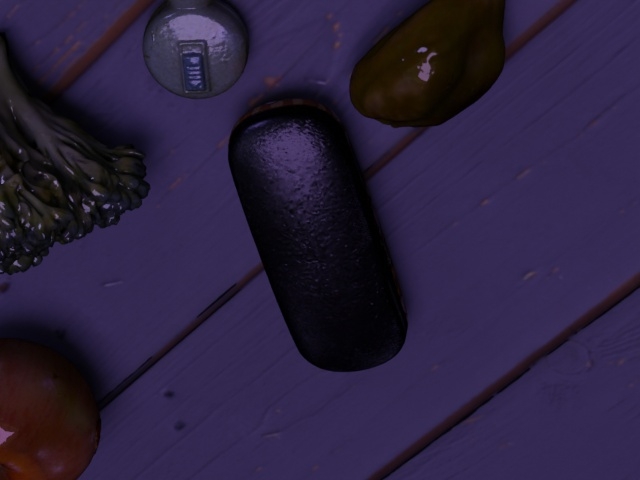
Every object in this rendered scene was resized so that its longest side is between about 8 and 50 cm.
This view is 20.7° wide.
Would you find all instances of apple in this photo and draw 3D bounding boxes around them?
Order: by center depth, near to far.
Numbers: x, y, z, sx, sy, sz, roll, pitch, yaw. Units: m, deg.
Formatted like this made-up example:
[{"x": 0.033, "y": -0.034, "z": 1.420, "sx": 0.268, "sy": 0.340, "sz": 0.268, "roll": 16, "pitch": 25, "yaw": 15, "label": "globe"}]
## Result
[{"x": -0.342, "y": 0.205, "z": 1.911, "sx": 0.209, "sy": 0.164, "sz": 0.209, "roll": 3, "pitch": 125, "yaw": 4, "label": "apple"}]

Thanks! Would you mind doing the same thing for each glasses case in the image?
[{"x": 0.000, "y": 0.000, "z": 1.795, "sx": 0.122, "sy": 0.082, "sz": 0.321, "roll": -11, "pitch": 122, "yaw": 14, "label": "glasses case"}]

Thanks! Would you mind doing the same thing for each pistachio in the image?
[{"x": 0.106, "y": -0.167, "z": 1.666, "sx": 0.189, "sy": 0.110, "sz": 0.100, "roll": -36, "pitch": 81, "yaw": 25, "label": "pistachio"}]

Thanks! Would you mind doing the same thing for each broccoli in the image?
[{"x": -0.329, "y": -0.083, "z": 1.714, "sx": 0.248, "sy": 0.288, "sz": 0.245, "roll": 9, "pitch": 114, "yaw": 45, "label": "broccoli"}]

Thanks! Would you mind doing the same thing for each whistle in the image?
[{"x": -0.124, "y": -0.226, "z": 1.679, "sx": 0.104, "sy": 0.057, "sz": 0.198, "roll": 0, "pitch": 123, "yaw": 5, "label": "whistle"}]
